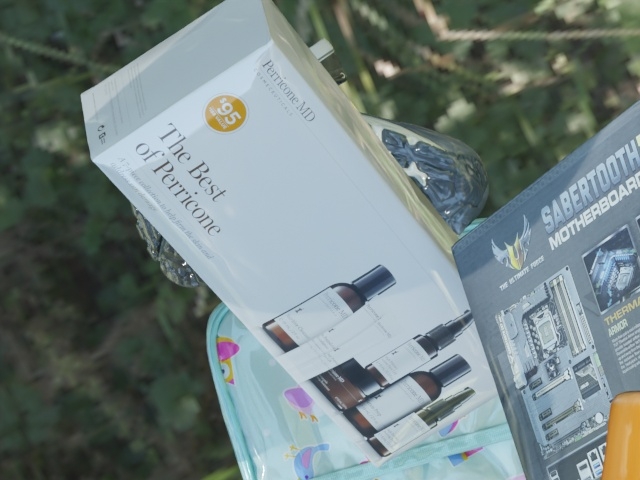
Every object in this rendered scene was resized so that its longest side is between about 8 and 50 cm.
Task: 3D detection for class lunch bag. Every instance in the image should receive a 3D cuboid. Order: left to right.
[{"bbox_3d":[0.065,0.112,1.474,0.108,0.279,0.224,112,142,-86],"label":"lunch bag"}]

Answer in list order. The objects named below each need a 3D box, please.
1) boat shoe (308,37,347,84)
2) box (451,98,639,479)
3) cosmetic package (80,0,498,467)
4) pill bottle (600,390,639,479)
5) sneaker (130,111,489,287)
[{"bbox_3d":[-0.028,-0.112,1.519,0.040,0.142,0.049,53,141,-5],"label":"boat shoe"},{"bbox_3d":[0.158,0.034,0.756,0.233,0.059,0.183,-41,60,49],"label":"box"},{"bbox_3d":[0.000,0.000,0.900,0.099,0.060,0.239,-34,125,11],"label":"cosmetic package"},{"bbox_3d":[0.085,0.153,0.370,0.130,0.130,0.245,1,81,43],"label":"pill bottle"},{"bbox_3d":[0.004,-0.046,1.203,0.283,0.122,0.110,-2,115,47],"label":"sneaker"}]
